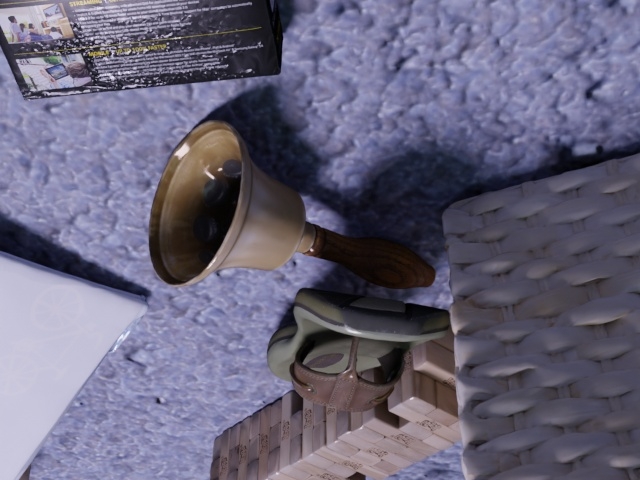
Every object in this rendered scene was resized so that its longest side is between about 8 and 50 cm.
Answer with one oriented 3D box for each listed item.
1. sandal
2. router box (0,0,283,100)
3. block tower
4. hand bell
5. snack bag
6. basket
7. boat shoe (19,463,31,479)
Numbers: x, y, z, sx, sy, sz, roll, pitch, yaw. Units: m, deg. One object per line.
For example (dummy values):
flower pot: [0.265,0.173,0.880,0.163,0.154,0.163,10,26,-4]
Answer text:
sandal: [0.024,0.102,0.799,0.120,0.086,0.303,8,162,-8]
router box: [-0.121,-0.160,0.612,0.179,0.046,0.133,-5,137,5]
block tower: [0.014,0.196,0.977,0.097,0.091,0.335,31,130,-28]
hand bell: [0.000,0.000,0.772,0.242,0.126,0.126,17,137,-36]
snack bag: [-0.365,0.126,0.824,0.343,0.037,0.323,24,112,-37]
basket: [0.281,0.122,0.716,0.331,0.328,0.266,-14,134,16]
boat shoe: [-0.442,0.318,1.118,0.092,0.102,0.285,36,123,-25]
